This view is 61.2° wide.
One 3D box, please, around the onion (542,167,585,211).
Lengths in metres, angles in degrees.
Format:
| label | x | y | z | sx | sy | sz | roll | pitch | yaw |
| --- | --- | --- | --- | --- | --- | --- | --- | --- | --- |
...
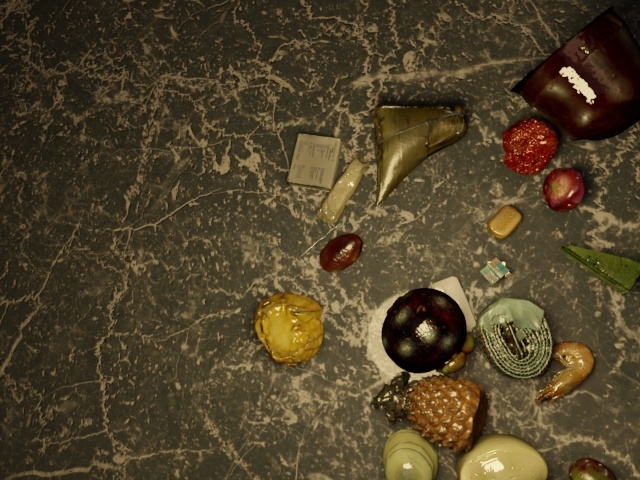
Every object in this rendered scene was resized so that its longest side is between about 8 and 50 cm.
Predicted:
| label | x | y | z | sx | sy | sz | roll | pitch | yaw |
| --- | --- | --- | --- | --- | --- | --- | --- | --- | --- |
| onion | 0.807 | -0.164 | 1.752 | 0.140 | 0.150 | 0.150 | 3 | 76 | -24 |

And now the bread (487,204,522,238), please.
| label | x | y | z | sx | sy | sz | roll | pitch | yaw |
| --- | --- | --- | --- | --- | --- | --- | --- | --- | --- |
| bread | 0.608 | -0.059 | 1.794 | 0.082 | 0.056 | 0.115 | 37 | 81 | 16 |

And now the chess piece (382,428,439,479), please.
| label | x | y | z | sx | sy | sz | roll | pitch | yaw |
| --- | --- | --- | --- | --- | --- | --- | --- | --- | --- |
| chess piece | 0.258 | 0.660 | 1.574 | 0.182 | 0.330 | 0.182 | -2 | 77 | 10 |

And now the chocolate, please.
| label | x | y | z | sx | sy | sz | roll | pitch | yaw |
| --- | --- | --- | --- | --- | --- | --- | --- | --- | --- |
| chocolate | 0.860 | -0.488 | 1.707 | 0.383 | 0.383 | 0.331 | -41 | 89 | 1 |

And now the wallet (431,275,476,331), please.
| label | x | y | z | sx | sy | sz | roll | pitch | yaw |
| --- | --- | --- | --- | --- | --- | --- | --- | --- | --- |
| wallet | 0.442 | 0.216 | 1.784 | 0.095 | 0.033 | 0.190 | -24 | 73 | 8 |

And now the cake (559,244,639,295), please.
| label | x | y | z | sx | sy | sz | roll | pitch | yaw |
| --- | --- | --- | --- | --- | --- | --- | --- | --- | --- |
| cake | 0.874 | 0.061 | 1.689 | 0.235 | 0.100 | 0.099 | 37 | 86 | 16 |

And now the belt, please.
| label | x | y | z | sx | sy | sz | roll | pitch | yaw |
| --- | --- | --- | --- | --- | --- | --- | --- | --- | --- |
| belt | 0.596 | 0.297 | 1.673 | 0.207 | 0.150 | 0.257 | -17 | 76 | -1 |

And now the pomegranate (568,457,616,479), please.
| label | x | y | z | sx | sy | sz | roll | pitch | yaw |
| --- | --- | --- | --- | --- | --- | --- | --- | --- | --- |
| pomegranate | 0.780 | 0.707 | 1.571 | 0.129 | 0.159 | 0.129 | 7 | 39 | -6 |

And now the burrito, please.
| label | x | y | z | sx | sy | sz | roll | pitch | yaw |
| --- | --- | --- | --- | --- | --- | --- | --- | --- | --- |
| burrito | 0.087 | -0.182 | 1.929 | 0.082 | 0.059 | 0.275 | 33 | 85 | 8 |

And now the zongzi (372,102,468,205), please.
| label | x | y | z | sx | sy | sz | roll | pitch | yaw |
| --- | --- | --- | --- | --- | --- | --- | --- | --- | --- |
| zongzi | 0.338 | -0.293 | 1.847 | 0.323 | 0.160 | 0.360 | 1 | 78 | 13 |

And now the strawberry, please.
| label | x | y | z | sx | sy | sz | roll | pitch | yaw |
| --- | --- | --- | --- | --- | --- | --- | --- | --- | --- |
| strawberry | 0.693 | -0.312 | 1.761 | 0.187 | 0.201 | 0.184 | -44 | 98 | -15 |

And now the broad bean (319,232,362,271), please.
| label | x | y | z | sx | sy | sz | roll | pitch | yaw |
| --- | --- | --- | --- | --- | --- | --- | --- | --- | --- |
| broad bean | 0.070 | 0.041 | 1.877 | 0.165 | 0.084 | 0.114 | -27 | 57 | 12 |

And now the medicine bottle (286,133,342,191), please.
| label | x | y | z | sx | sy | sz | roll | pitch | yaw |
| --- | --- | --- | --- | --- | --- | --- | --- | --- | --- |
| medicine bottle | -0.020 | -0.285 | 1.978 | 0.171 | 0.052 | 0.201 | 9 | 80 | 14 |

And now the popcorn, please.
| label | x | y | z | sx | sy | sz | roll | pitch | yaw |
| --- | --- | --- | --- | --- | --- | --- | --- | --- | --- |
| popcorn | -0.097 | 0.288 | 1.804 | 0.250 | 0.190 | 0.250 | -1 | 80 | 5 |

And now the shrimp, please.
| label | x | y | z | sx | sy | sz | roll | pitch | yaw |
| --- | --- | --- | --- | --- | --- | --- | --- | --- | --- |
| shrimp | 0.735 | 0.404 | 1.670 | 0.236 | 0.053 | 0.133 | -42 | 75 | -3 |

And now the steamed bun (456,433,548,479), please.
| label | x | y | z | sx | sy | sz | roll | pitch | yaw |
| --- | --- | --- | --- | --- | --- | --- | --- | --- | --- |
| steamed bun | 0.518 | 0.656 | 1.586 | 0.250 | 0.200 | 0.155 | -22 | 73 | 4 |

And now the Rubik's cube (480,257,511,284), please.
| label | x | y | z | sx | sy | sz | roll | pitch | yaw |
| --- | --- | --- | --- | --- | --- | --- | --- | --- | --- |
| Rubik's cube | 0.572 | 0.095 | 1.763 | 0.073 | 0.084 | 0.075 | -33 | 89 | -24 |

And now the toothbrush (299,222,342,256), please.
| label | x | y | z | sx | sy | sz | roll | pitch | yaw |
| --- | --- | --- | --- | --- | --- | --- | --- | --- | --- |
| toothbrush | 0.000 | 0.000 | 1.933 | 0.193 | 0.013 | 0.019 | -37 | 82 | 2 |

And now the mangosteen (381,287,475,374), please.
| label | x | y | z | sx | sy | sz | roll | pitch | yaw |
| --- | --- | --- | --- | --- | --- | --- | --- | --- | --- |
| mangosteen | 0.331 | 0.288 | 1.666 | 0.288 | 0.288 | 0.288 | -2 | 78 | 12 |

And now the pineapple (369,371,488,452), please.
| label | x | y | z | sx | sy | sz | roll | pitch | yaw |
| --- | --- | --- | --- | --- | --- | --- | --- | --- | --- |
| pineapple | 0.317 | 0.501 | 1.665 | 0.357 | 0.223 | 0.223 | 7 | 79 | 31 |
